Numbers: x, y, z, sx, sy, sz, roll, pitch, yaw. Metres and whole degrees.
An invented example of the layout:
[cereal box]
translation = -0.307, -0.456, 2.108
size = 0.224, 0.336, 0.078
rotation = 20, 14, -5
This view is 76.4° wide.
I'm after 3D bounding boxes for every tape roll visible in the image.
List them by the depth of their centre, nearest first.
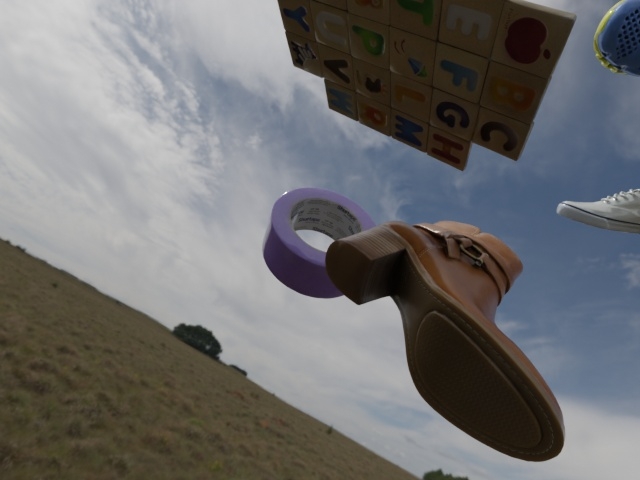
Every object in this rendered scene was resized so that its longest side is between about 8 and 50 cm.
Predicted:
[tape roll]
translation = 0.000, 0.000, 0.694
size = 0.189, 0.189, 0.080
rotation = 27, -47, 4

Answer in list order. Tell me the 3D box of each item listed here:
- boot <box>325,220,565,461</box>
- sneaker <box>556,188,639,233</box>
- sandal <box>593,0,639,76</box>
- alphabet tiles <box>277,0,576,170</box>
[boot]
translation = 0.165, 0.071, 0.447
size = 0.283, 0.220, 0.109
rotation = 39, -53, 39
[sneaker]
translation = 0.648, -0.067, 0.864
size = 0.258, 0.091, 0.094
rotation = 10, 15, 10
[sandal]
translation = 0.594, -0.297, 0.640
size = 0.317, 0.138, 0.126
rotation = 14, -63, -7
[alphabet tiles]
translation = 0.080, -0.216, 0.456
size = 0.342, 0.011, 0.285
rotation = 33, -19, 24
